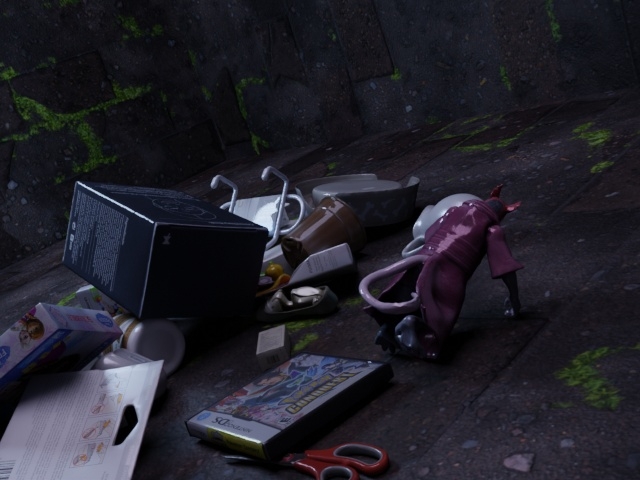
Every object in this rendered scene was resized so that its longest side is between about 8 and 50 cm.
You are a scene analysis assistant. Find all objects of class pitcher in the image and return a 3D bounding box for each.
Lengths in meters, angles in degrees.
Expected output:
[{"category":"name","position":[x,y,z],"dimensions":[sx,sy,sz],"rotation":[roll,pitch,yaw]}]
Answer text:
[{"category":"pitcher","position":[0.287,-0.022,1.923],"dimensions":[0.178,0.125,0.207],"rotation":[-48,15,-21]}]

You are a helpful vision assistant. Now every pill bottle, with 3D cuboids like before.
[{"category":"pill bottle","position":[-0.406,0.225,1.817],"dimensions":[0.131,0.131,0.229],"rotation":[-30,19,-36]}]

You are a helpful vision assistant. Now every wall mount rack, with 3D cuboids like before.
[{"category":"wall mount rack","position":[-0.215,-0.035,2.207],"dimensions":[0.350,0.304,0.130],"rotation":[-5,-24,41]}]

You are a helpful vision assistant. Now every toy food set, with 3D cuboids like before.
[{"category":"toy food set","position":[-0.176,0.105,2.014],"dimensions":[0.217,0.071,0.128],"rotation":[-22,4,2]}]

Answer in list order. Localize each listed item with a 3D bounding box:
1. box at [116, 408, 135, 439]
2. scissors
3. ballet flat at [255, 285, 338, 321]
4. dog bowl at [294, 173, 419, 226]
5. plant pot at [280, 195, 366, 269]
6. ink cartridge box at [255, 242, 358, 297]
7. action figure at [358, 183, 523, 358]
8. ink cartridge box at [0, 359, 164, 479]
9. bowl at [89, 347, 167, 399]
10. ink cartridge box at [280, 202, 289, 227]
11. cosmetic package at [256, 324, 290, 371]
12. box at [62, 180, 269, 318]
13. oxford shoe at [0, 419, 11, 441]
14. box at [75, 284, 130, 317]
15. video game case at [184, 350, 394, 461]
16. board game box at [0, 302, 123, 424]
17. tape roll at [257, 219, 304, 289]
[{"category":"box","position":[-0.454,0.341,1.568],"dimensions":[0.180,0.078,0.147],"rotation":[-23,15,-17]},{"category":"scissors","position":[-0.026,0.323,1.242],"dimensions":[0.109,0.021,0.297],"rotation":[-33,20,-37]},{"category":"ballet flat","position":[-0.063,0.131,1.833],"dimensions":[0.213,0.068,0.072],"rotation":[-9,46,28]},{"category":"dog bowl","position":[0.104,-0.112,2.316],"dimensions":[0.348,0.102,0.349],"rotation":[-4,12,1]},{"category":"plant pot","position":[0.000,0.000,2.094],"dimensions":[0.165,0.167,0.167],"rotation":[-36,22,-29]},{"category":"ink cartridge box","position":[-0.033,0.075,1.922],"dimensions":[0.232,0.066,0.189],"rotation":[-14,-8,4]},{"category":"action figure","position":[0.215,0.027,1.478],"dimensions":[0.248,0.276,0.370],"rotation":[24,70,44]},{"category":"ink cartridge box","position":[-0.402,0.335,1.391],"dimensions":[0.261,0.066,0.296],"rotation":[-7,35,8]},{"category":"bowl","position":[-0.366,0.255,1.629],"dimensions":[0.142,0.053,0.142],"rotation":[24,0,2]},{"category":"ink cartridge box","position":[-0.172,-0.056,2.380],"dimensions":[0.115,0.067,0.198],"rotation":[-31,18,-32]},{"category":"cosmetic package","position":[-0.092,0.213,1.657],"dimensions":[0.060,0.041,0.115],"rotation":[-18,15,5]},{"category":"box","position":[-0.359,0.016,1.903],"dimensions":[0.293,0.212,0.395],"rotation":[3,13,-41]},{"category":"oxford shoe","position":[-0.614,0.391,1.476],"dimensions":[0.122,0.130,0.348],"rotation":[-20,14,6]},{"category":"box","position":[-0.507,0.167,2.117],"dimensions":[0.186,0.145,0.038],"rotation":[-15,14,13]},{"category":"video game case","position":[-0.055,0.267,1.402],"dimensions":[0.274,0.035,0.248],"rotation":[-27,14,-35]},{"category":"board game box","position":[-0.563,0.251,1.583],"dimensions":[0.318,0.066,0.318],"rotation":[-41,-10,1]},{"category":"tape roll","position":[-0.178,0.047,2.288],"dimensions":[0.391,0.072,0.392],"rotation":[-18,16,5]}]
